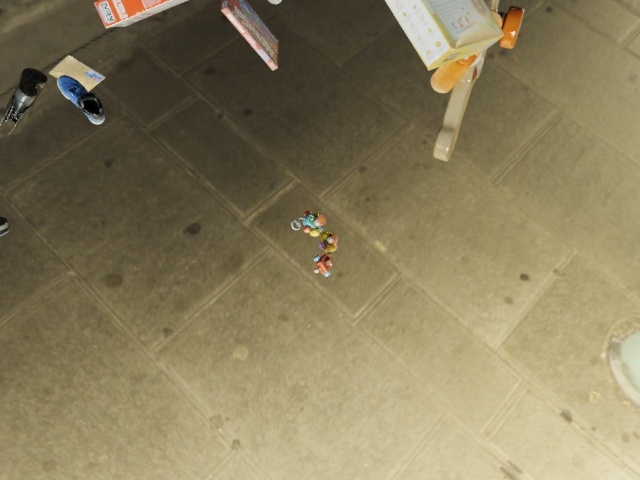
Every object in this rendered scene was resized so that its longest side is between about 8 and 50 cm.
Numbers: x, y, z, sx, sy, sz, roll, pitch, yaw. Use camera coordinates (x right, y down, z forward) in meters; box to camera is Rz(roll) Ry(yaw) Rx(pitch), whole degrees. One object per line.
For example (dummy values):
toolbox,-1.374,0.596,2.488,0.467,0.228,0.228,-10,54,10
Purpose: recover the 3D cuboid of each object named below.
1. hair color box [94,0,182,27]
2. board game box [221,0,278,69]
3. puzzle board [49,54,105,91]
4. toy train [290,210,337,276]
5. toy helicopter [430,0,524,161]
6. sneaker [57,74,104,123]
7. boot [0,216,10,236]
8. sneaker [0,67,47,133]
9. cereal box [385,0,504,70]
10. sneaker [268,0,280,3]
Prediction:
hair color box,-0.336,-0.466,1.153,0.167,0.093,0.053,-18,109,13
board game box,-0.227,-0.710,1.977,0.027,0.281,0.145,-18,54,25
puzzle board,-0.733,-0.501,1.799,0.096,0.128,0.011,-28,59,24
toy train,0.000,0.000,1.506,0.166,0.046,0.125,59,37,-9
toy helicopter,0.297,-0.335,1.215,0.140,0.235,0.355,18,106,14
sneaker,-0.617,-0.373,1.541,0.058,0.084,0.152,-42,102,-19
boot,-0.836,0.056,1.440,0.236,0.179,0.085,-25,33,-12
sneaker,-0.625,-0.295,1.251,0.051,0.089,0.170,28,25,-28
cereal box,0.124,-0.339,0.751,0.173,0.047,0.240,-31,89,-47
sneaker,-0.226,-0.819,1.804,0.115,0.281,0.105,-53,38,-7
